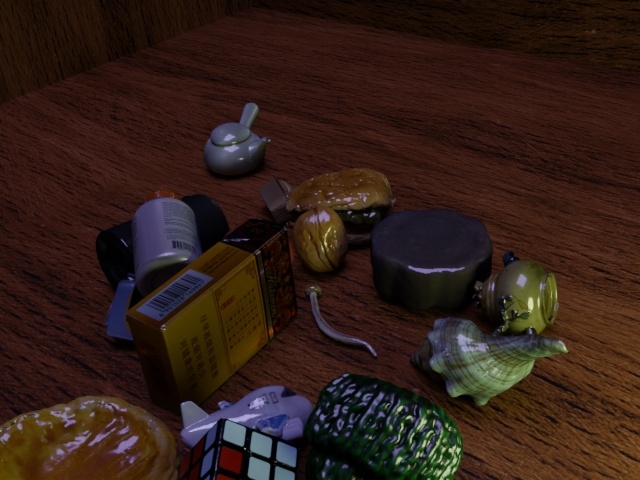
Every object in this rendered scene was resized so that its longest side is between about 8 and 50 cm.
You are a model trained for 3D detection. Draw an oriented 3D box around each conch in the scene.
[{"bbox_3d":[0.332,0.253,1.579,0.203,0.169,0.386,15,-4,-41],"label":"conch"}]

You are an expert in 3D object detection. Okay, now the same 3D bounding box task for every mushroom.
[{"bbox_3d":[0.030,0.194,1.838,0.068,0.043,0.306,-38,40,-3],"label":"mushroom"}]

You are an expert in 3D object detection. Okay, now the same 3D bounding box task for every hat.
[{"bbox_3d":[0.074,0.418,1.351,0.274,0.242,0.332,15,63,39],"label":"hat"}]

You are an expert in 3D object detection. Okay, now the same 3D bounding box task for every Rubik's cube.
[{"bbox_3d":[-0.144,0.424,1.316,0.162,0.160,0.163,26,37,-19],"label":"Rubik's cube"}]

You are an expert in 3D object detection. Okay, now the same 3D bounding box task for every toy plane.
[{"bbox_3d":[-0.137,0.348,1.479,0.267,0.122,0.267,-5,2,0],"label":"toy plane"}]

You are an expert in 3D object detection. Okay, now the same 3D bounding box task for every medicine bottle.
[{"bbox_3d":[-0.361,0.003,1.816,0.157,0.157,0.288,-10,42,-8],"label":"medicine bottle"}]

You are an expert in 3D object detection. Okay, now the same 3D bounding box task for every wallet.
[{"bbox_3d":[-0.385,0.175,1.822,0.231,0.069,0.170,12,77,16],"label":"wallet"}]

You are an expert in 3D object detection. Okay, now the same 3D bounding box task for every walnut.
[{"bbox_3d":[0.000,0.000,2.022,0.144,0.180,0.144,-21,15,6],"label":"walnut"}]

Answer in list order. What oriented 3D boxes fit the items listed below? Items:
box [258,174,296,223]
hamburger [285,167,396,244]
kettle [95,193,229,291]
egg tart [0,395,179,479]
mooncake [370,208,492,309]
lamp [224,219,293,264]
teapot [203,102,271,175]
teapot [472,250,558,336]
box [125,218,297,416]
[{"bbox_3d":[-0.114,-0.122,2.289,0.111,0.111,0.177,-15,34,-14],"label":"box"},{"bbox_3d":[0.087,-0.085,2.148,0.330,0.162,0.209,-14,32,-22],"label":"hamburger"},{"bbox_3d":[-0.383,0.019,2.022,0.262,0.203,0.308,22,38,38],"label":"kettle"},{"bbox_3d":[-0.442,0.438,1.395,0.388,0.169,0.388,1,30,0],"label":"egg tart"},{"bbox_3d":[0.271,0.045,1.911,0.306,0.154,0.306,-3,39,2],"label":"mooncake"},{"bbox_3d":[-0.168,0.036,1.967,0.188,0.187,0.164,-20,38,-21],"label":"lamp"},{"bbox_3d":[-0.293,-0.341,2.611,0.220,0.149,0.318,-9,34,-9],"label":"teapot"},{"bbox_3d":[0.431,0.141,1.750,0.183,0.173,0.269,0,59,30],"label":"teapot"},{"bbox_3d":[-0.220,0.160,1.716,0.116,0.264,0.415,17,41,31],"label":"box"}]
